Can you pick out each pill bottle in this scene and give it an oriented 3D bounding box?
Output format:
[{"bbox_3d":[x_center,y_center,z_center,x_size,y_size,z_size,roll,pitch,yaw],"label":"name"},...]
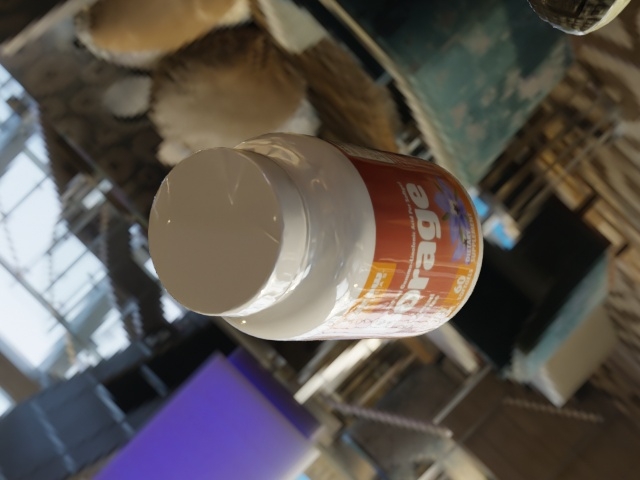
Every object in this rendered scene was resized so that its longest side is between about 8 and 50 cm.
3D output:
[{"bbox_3d":[0.000,0.000,0.855,0.121,0.121,0.216,42,-161,27],"label":"pill bottle"}]

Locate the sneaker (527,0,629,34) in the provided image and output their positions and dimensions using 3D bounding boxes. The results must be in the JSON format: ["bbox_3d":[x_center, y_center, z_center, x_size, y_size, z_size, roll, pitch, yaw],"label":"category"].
[{"bbox_3d":[0.270,-0.343,1.044,0.182,0.410,0.158,3,-159,-40],"label":"sneaker"}]
